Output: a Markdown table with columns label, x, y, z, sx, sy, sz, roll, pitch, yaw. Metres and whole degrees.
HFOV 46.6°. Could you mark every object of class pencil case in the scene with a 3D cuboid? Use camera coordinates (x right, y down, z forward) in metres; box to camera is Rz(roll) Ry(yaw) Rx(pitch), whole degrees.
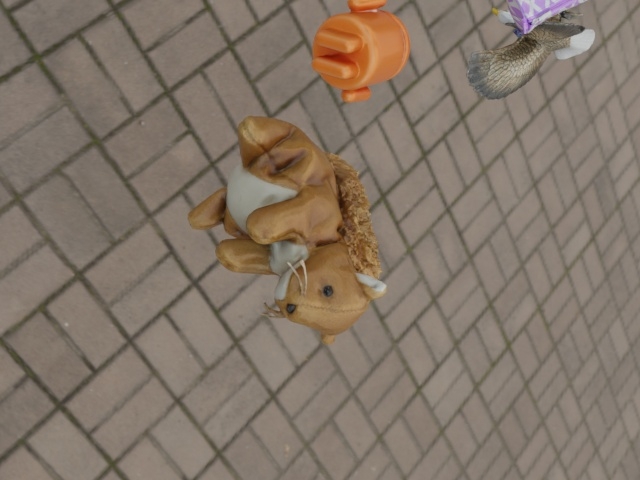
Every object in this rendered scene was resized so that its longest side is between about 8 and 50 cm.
| label | x | y | z | sx | sy | sz | roll | pitch | yaw |
| --- | --- | --- | --- | --- | --- | --- | --- | --- | --- |
| pencil case | 0.383 | -0.397 | 1.141 | 0.206 | 0.088 | 0.086 | -29 | 132 | 11 |

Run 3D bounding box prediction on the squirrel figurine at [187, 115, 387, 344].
| label | x | y | z | sx | sy | sz | roll | pitch | yaw |
| --- | --- | --- | --- | --- | --- | --- | --- | --- | --- |
| squirrel figurine | 0.000 | 0.000 | 1.416 | 0.396 | 0.370 | 0.281 | -3 | 141 | -50 |

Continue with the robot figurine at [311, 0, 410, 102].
| label | x | y | z | sx | sy | sz | roll | pitch | yaw |
| --- | --- | --- | --- | --- | --- | --- | --- | --- | --- |
| robot figurine | 0.073 | -0.327 | 1.263 | 0.219 | 0.128 | 0.158 | -29 | 97 | -53 |

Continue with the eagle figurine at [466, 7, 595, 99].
| label | x | y | z | sx | sy | sz | roll | pitch | yaw |
| --- | --- | --- | --- | --- | --- | --- | --- | --- | --- |
| eagle figurine | 0.471 | -0.453 | 1.654 | 0.298 | 0.225 | 0.226 | -59 | 141 | -37 |
